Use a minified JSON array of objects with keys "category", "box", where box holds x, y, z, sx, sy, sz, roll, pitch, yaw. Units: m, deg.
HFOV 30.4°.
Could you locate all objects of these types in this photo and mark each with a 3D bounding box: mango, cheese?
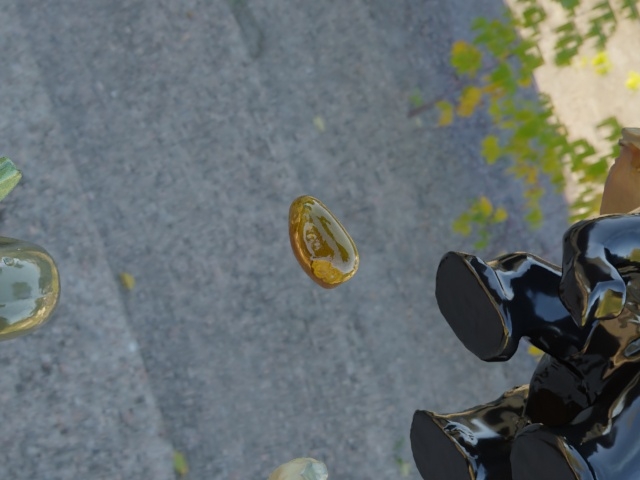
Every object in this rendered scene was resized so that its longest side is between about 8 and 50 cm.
[{"category":"mango","box":[0.000,0.000,1.294,0.114,0.060,0.080,53,14,-33]},{"category":"cheese","box":[-0.336,0.044,1.119,0.202,0.175,0.091,-2,101,-49]}]

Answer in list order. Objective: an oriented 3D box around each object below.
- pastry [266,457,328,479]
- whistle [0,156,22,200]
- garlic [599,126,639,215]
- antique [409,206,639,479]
[{"category":"pastry","box":[-0.072,0.225,0.644,0.089,0.258,0.121,44,21,-11]},{"category":"whistle","box":[-0.473,0.004,1.333,0.141,0.141,0.294,42,78,-32]},{"category":"garlic","box":[0.378,0.035,1.152,0.249,0.286,0.313,-17,105,-48]},{"category":"antique","box":[0.204,0.090,0.759,0.255,0.322,0.185,-20,45,-23]}]
